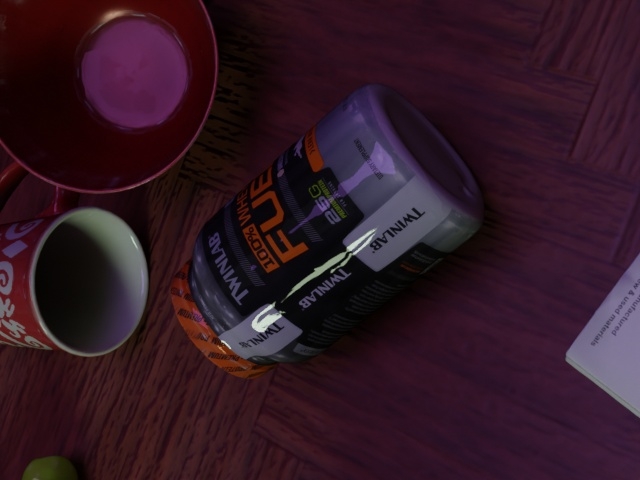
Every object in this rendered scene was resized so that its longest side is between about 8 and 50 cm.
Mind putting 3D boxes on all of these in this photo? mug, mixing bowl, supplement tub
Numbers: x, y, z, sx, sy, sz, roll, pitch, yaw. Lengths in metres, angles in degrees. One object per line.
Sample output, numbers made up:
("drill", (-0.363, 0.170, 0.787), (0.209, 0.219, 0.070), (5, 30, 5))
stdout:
("mug", (-0.231, 0.018, 0.819), (0.169, 0.113, 0.150), (-4, 62, 37))
("mixing bowl", (-0.155, -0.129, 0.771), (0.182, 0.098, 0.181), (1, 97, 6))
("supplement tub", (0.000, 0.000, 0.655), (0.190, 0.117, 0.117), (-40, 63, 21))

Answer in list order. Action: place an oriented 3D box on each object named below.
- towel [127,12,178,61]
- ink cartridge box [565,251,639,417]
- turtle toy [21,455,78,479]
("towel", (-0.123, -0.230, 0.834), (0.152, 0.023, 0.113), (-42, 64, 18))
("ink cartridge box", (0.229, 0.086, 0.477), (0.191, 0.140, 0.082), (38, 101, 31))
("turtle toy", (-0.222, 0.229, 0.786), (0.066, 0.095, 0.130), (-3, 60, 55))
